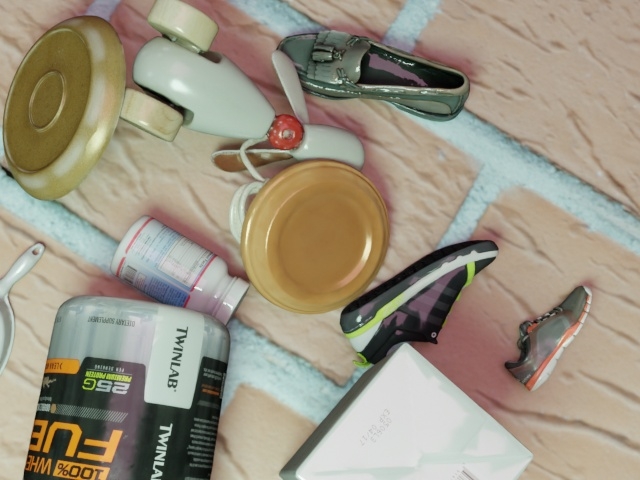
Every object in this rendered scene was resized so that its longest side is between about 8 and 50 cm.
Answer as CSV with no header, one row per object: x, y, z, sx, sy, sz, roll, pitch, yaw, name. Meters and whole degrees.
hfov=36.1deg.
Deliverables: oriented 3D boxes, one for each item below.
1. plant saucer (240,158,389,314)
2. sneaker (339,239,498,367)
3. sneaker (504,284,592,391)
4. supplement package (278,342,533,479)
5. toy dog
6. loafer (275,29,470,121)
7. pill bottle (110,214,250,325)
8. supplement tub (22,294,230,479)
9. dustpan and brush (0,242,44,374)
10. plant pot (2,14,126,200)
0.000,0.000,1.221,0.199,0.037,0.200,-6,107,-21,plant saucer
0.133,0.083,1.255,0.234,0.084,0.097,-30,96,-6,sneaker
0.293,0.115,1.266,0.064,0.061,0.158,33,76,9,sneaker
0.080,0.250,1.091,0.175,0.293,0.177,41,77,4,supplement package
-0.116,-0.165,1.239,0.220,0.161,0.334,-45,116,-6,toy dog
0.071,-0.232,1.304,0.267,0.084,0.096,14,76,-3,loafer
-0.172,0.042,1.218,0.160,0.087,0.087,31,76,1,pill bottle
-0.224,0.244,1.107,0.207,0.207,0.338,8,76,-4,supplement tub
-0.416,0.084,1.206,0.147,0.060,0.211,42,83,-7,dustpan and brush
-0.323,-0.167,1.194,0.032,0.236,0.237,18,71,-46,plant pot
